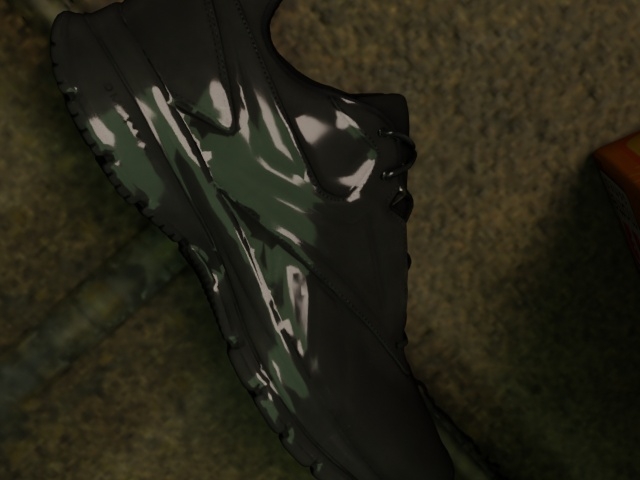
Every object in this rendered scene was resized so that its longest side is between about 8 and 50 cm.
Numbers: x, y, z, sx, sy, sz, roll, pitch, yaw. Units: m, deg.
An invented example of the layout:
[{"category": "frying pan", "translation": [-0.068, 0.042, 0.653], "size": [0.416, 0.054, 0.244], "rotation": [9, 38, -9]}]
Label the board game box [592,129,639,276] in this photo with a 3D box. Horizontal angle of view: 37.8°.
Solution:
[{"category": "board game box", "translation": [0.356, 0.091, 0.312], "size": [0.356, 0.356, 0.356], "rotation": [-23, 105, 10]}]

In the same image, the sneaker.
[{"category": "sneaker", "translation": [0.000, 0.000, 0.428], "size": [0.130, 0.109, 0.286], "rotation": [-31, 105, -1]}]
